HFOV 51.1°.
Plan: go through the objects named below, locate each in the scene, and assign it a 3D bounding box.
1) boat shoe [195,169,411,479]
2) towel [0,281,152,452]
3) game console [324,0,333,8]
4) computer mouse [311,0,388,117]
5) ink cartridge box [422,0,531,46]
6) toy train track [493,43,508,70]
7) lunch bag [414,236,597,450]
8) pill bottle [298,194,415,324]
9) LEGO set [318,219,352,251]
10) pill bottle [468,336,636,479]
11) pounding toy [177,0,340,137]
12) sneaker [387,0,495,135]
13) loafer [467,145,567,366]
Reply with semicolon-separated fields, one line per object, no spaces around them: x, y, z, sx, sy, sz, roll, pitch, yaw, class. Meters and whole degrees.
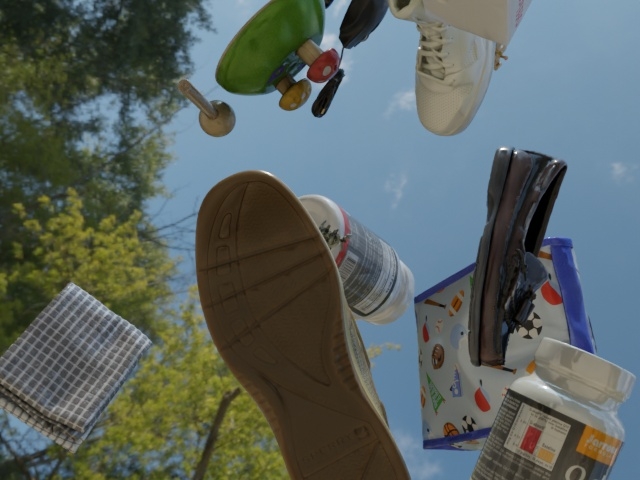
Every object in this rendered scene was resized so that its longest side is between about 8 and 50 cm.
-0.020;0.103;0.613;0.121;0.110;0.341;-20;-96;0;boat shoe
-0.516;0.254;1.387;0.235;0.284;0.121;39;-45;-10;towel
0.000;-0.624;1.209;0.293;0.173;0.250;-48;-143;47;game console
0.044;-0.271;0.975;0.041;0.071;0.242;35;-44;8;computer mouse
0.163;-0.286;0.548;0.085;0.148;0.203;28;-88;17;ink cartridge box
0.245;-0.265;0.906;0.014;0.048;0.083;32;-28;31;toy train track
0.356;0.207;1.225;0.385;0.238;0.328;130;-39;-59;lunch bag
0.053;0.060;1.514;0.210;0.363;0.210;-17;-122;30;pill bottle
0.000;0.003;0.880;0.083;0.023;0.054;-33;-119;15;LEGO set
0.312;0.286;0.912;0.162;0.162;0.279;23;-94;32;pill bottle
-0.058;-0.219;0.898;0.237;0.183;0.110;-43;-93;-5;pounding toy
0.123;-0.244;0.759;0.108;0.169;0.293;31;-50;34;sneaker
0.247;0.013;0.834;0.095;0.109;0.303;5;-115;20;loafer
